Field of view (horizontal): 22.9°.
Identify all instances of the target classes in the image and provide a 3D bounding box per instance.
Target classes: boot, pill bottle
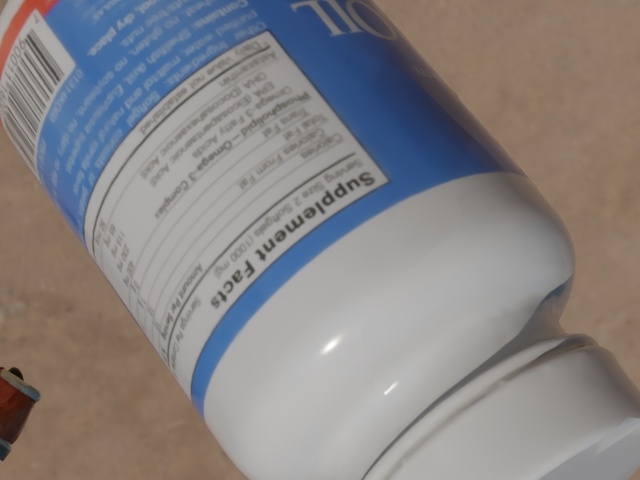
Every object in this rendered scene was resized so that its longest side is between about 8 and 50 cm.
[{"bbox_3d":[-0.334,0.161,1.587,0.059,0.158,0.084,41,75,-35],"label":"boot"},{"bbox_3d":[0.000,0.000,0.490,0.124,0.221,0.124,-31,156,-16],"label":"pill bottle"}]
